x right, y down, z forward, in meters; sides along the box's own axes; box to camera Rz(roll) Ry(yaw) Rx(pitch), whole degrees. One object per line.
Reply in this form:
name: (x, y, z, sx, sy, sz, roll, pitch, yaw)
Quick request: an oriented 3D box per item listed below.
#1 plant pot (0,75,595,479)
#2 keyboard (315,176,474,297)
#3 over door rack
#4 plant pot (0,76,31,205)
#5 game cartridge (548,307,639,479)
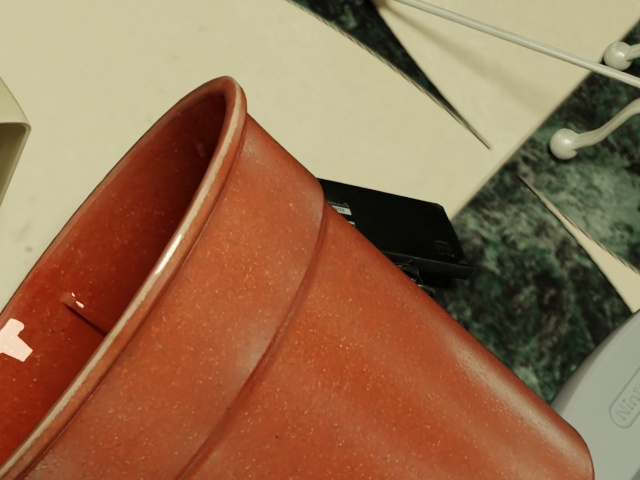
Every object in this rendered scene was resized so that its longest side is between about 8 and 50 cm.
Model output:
plant pot: (-0.025, 0.105, 0.942, 0.265, 0.272, 0.272, 37, 50, -16)
keyboard: (0.000, 0.000, 1.159, 0.192, 0.038, 0.100, 11, 34, -23)
over door rack: (0.189, -0.182, 1.333, 0.324, 0.108, 0.239, 29, 50, 7)
plant pot: (-0.232, -0.063, 1.015, 0.109, 0.109, 0.096, 1, 50, -29)
game cartridge: (0.237, 0.147, 1.182, 0.198, 0.062, 0.297, 42, 50, 5)
